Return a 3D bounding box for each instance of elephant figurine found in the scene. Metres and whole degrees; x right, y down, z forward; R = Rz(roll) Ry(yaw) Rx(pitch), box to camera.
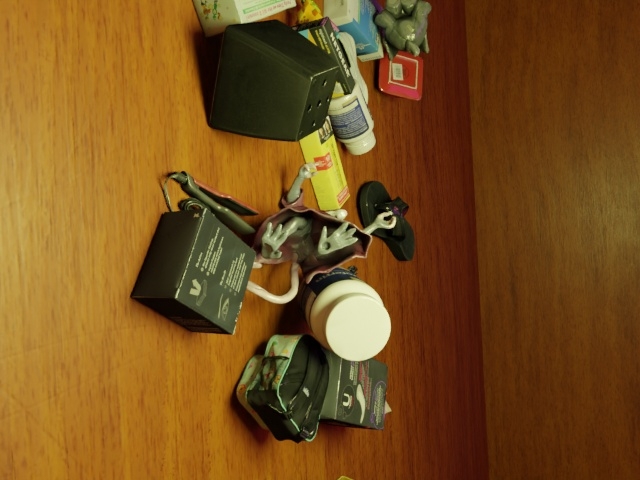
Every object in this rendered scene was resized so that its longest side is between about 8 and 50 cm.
[{"bbox_3d":[0.260,-0.624,1.593,0.186,0.169,0.239,-61,169,1],"label":"elephant figurine"}]

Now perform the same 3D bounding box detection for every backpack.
[{"bbox_3d":[-0.064,0.280,1.044,0.166,0.144,0.188,59,41,-30],"label":"backpack"}]

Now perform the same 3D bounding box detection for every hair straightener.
[{"bbox_3d":[-0.192,-0.053,0.940,0.230,0.047,0.089,36,56,-55],"label":"hair straightener"}]

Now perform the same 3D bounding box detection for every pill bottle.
[{"bbox_3d":[0.079,-0.325,1.407,0.186,0.112,0.112,60,38,-40],"label":"pill bottle"},{"bbox_3d":[0.045,0.146,1.094,0.265,0.153,0.153,-147,-132,-76],"label":"pill bottle"}]

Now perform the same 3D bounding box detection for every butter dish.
[{"bbox_3d":[0.247,-0.535,1.749,0.160,0.118,0.160,8,79,-21],"label":"butter dish"}]

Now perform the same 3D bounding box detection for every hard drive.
[{"bbox_3d":[0.179,-0.735,1.726,0.135,0.022,0.094,7,81,-61],"label":"hard drive"}]

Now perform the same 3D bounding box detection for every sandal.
[{"bbox_3d":[0.247,-0.065,1.701,0.446,0.107,0.167,37,55,-55],"label":"sandal"}]

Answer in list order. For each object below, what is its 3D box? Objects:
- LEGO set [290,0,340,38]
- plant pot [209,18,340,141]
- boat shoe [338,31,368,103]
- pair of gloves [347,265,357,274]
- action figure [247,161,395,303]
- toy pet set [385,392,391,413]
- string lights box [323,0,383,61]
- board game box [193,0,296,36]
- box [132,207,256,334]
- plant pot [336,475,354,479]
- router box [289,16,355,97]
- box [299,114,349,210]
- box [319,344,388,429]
[{"bbox_3d":[-0.039,-0.512,1.248,0.227,0.093,0.087,23,36,-54],"label":"LEGO set"},{"bbox_3d":[-0.073,-0.285,0.985,0.188,0.167,0.187,-46,158,-55],"label":"plant pot"},{"bbox_3d":[0.066,-0.455,1.443,0.081,0.079,0.227,-23,102,-53],"label":"boat shoe"},{"bbox_3d":[0.090,0.114,1.494,0.074,0.010,0.083,-20,103,-59],"label":"pair of gloves"},{"bbox_3d":[0.000,0.000,1.151,0.275,0.248,0.370,-57,-179,7],"label":"action figure"},{"bbox_3d":[0.154,0.472,1.554,0.114,0.065,0.122,59,15,24],"label":"toy pet set"},{"bbox_3d":[0.102,-0.634,1.514,0.260,0.077,0.133,16,73,-61],"label":"string lights box"},{"bbox_3d":[-0.173,-0.561,0.974,0.224,0.098,0.303,-51,130,-50],"label":"board game box"},{"bbox_3d":[-0.199,0.054,0.868,0.158,0.093,0.156,50,46,-50],"label":"box"},{"bbox_3d":[0.067,0.663,1.333,0.081,0.082,0.083,2,97,-62],"label":"plant pot"},{"bbox_3d":[-0.012,-0.413,1.221,0.179,0.133,0.046,59,38,-41],"label":"router box"},{"bbox_3d":[0.008,-0.196,1.316,0.087,0.058,0.232,-51,131,-53],"label":"box"},{"bbox_3d":[0.041,0.346,1.237,0.270,0.143,0.165,40,51,-53],"label":"box"}]
